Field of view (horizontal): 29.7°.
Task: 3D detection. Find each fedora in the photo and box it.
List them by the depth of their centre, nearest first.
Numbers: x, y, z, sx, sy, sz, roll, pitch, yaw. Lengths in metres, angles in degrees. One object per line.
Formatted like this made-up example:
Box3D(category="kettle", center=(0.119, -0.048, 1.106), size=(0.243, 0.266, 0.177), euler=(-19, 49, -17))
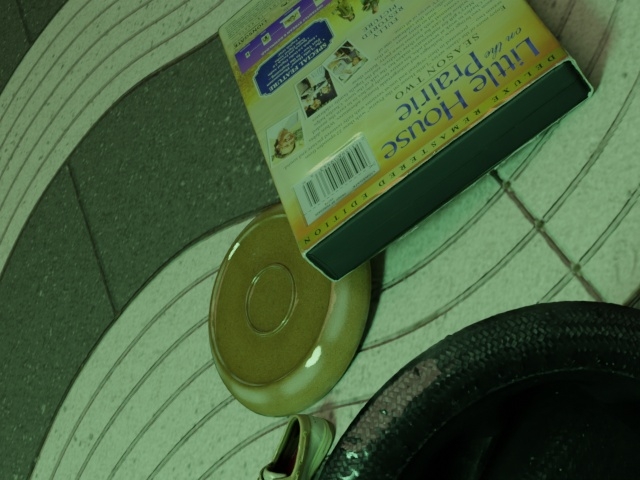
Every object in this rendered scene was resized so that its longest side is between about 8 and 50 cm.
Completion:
Box3D(category="fedora", center=(0.143, 0.188, 0.825), size=(0.334, 0.334, 0.152), euler=(-56, 6, 8))

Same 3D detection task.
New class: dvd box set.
Box3D(category="dvd box set", center=(0.063, -0.190, 1.246), size=(0.308, 0.062, 0.420), euler=(-38, 41, 13))

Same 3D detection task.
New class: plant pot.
Box3D(category="plant pot", center=(-0.044, 0.063, 1.248), size=(0.236, 0.032, 0.236), euler=(-20, 62, 42))

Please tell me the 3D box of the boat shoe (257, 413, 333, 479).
Box3D(category="boat shoe", center=(-0.036, 0.227, 1.151), size=(0.050, 0.045, 0.135), euler=(12, 77, 53))
